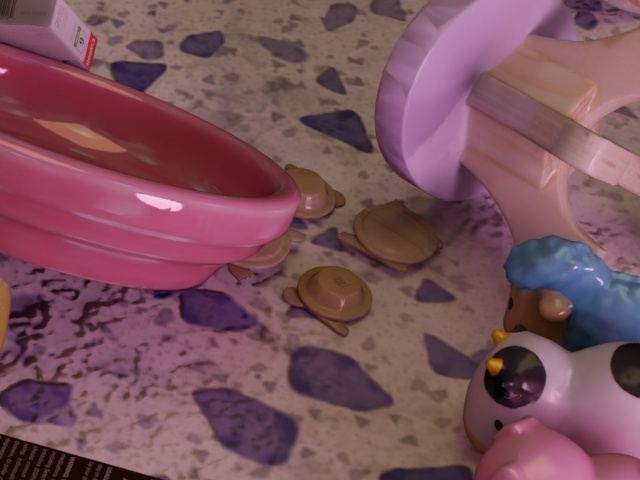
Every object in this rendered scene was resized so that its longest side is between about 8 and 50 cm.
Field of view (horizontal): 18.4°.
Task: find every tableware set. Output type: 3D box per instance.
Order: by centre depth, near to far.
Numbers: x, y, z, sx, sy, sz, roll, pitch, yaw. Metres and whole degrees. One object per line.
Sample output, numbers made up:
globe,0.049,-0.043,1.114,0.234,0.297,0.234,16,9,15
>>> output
tableware set,0.000,0.000,1.450,0.141,0.020,0.169,32,42,16

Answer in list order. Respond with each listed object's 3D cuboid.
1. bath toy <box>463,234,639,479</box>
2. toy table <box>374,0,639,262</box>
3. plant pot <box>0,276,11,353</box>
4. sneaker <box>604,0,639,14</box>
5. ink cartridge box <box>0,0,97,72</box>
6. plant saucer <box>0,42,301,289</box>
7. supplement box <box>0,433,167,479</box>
bath toy,0.156,0.146,1.246,0.151,0.129,0.348,-14,35,19
toy table,0.169,-0.079,1.438,0.161,0.252,0.274,32,20,24
plant pot,-0.256,0.078,1.217,0.134,0.134,0.095,1,68,-16
sneaker,0.324,-0.287,1.817,0.302,0.108,0.121,-10,45,-38
ink cartridge box,-0.205,-0.149,1.482,0.063,0.115,0.029,5,73,19
plant saucer,-0.180,-0.053,1.327,0.332,0.084,0.332,20,13,-5
supplement box,-0.207,0.170,1.107,0.239,0.130,0.073,15,40,2
